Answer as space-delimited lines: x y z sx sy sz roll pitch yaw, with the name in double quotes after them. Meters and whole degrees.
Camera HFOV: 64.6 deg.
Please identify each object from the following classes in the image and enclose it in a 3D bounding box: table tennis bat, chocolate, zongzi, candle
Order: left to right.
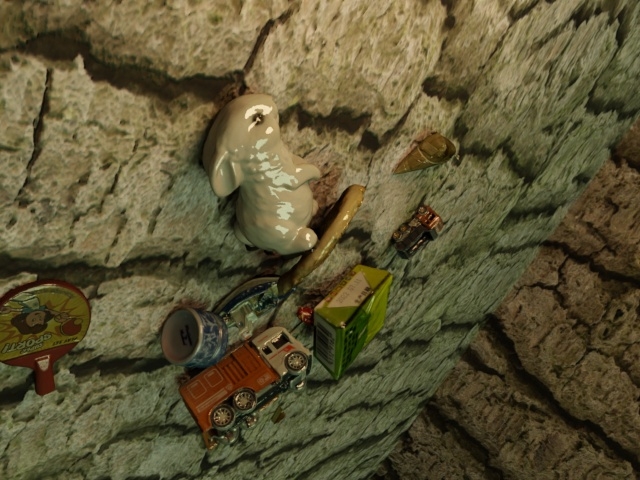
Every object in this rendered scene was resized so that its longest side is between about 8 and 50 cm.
-0.593 0.209 1.073 0.200 0.038 0.311 -12 129 -37 "table tennis bat"
-0.034 0.252 1.665 0.052 0.052 0.130 -48 144 4 "candle"
0.100 0.261 1.687 0.288 0.137 0.301 -42 150 -36 "chocolate"
0.319 -0.244 1.534 0.178 0.081 0.189 -36 165 24 "zongzi"

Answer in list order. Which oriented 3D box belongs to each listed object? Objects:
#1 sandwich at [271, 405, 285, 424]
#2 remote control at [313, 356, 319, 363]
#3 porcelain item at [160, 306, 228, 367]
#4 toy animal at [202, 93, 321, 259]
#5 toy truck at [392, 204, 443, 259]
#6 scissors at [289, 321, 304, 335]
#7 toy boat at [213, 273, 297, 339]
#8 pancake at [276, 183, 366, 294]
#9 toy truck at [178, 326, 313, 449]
-0.158 0.683 1.987 0.044 0.031 0.083 5 124 -43 "sandwich"
-0.051 0.449 1.864 0.184 0.027 0.050 -3 127 -45 "remote control"
-0.317 0.248 1.290 0.147 0.147 0.114 -52 145 10 "porcelain item"
-0.134 -0.131 1.096 0.257 0.194 0.357 -23 128 9 "toy animal"
0.330 -0.023 1.724 0.192 0.092 0.083 -45 144 -2 "toy truck"
-0.122 0.344 1.695 0.212 0.021 0.110 -45 147 0 "scissors"
-0.182 0.186 1.392 0.262 0.115 0.114 -37 144 -12 "toy boat"
0.002 0.001 1.296 0.356 0.065 0.356 -54 -174 8 "pancake"
-0.217 0.421 1.516 0.387 0.207 0.173 -32 151 -26 "toy truck"
